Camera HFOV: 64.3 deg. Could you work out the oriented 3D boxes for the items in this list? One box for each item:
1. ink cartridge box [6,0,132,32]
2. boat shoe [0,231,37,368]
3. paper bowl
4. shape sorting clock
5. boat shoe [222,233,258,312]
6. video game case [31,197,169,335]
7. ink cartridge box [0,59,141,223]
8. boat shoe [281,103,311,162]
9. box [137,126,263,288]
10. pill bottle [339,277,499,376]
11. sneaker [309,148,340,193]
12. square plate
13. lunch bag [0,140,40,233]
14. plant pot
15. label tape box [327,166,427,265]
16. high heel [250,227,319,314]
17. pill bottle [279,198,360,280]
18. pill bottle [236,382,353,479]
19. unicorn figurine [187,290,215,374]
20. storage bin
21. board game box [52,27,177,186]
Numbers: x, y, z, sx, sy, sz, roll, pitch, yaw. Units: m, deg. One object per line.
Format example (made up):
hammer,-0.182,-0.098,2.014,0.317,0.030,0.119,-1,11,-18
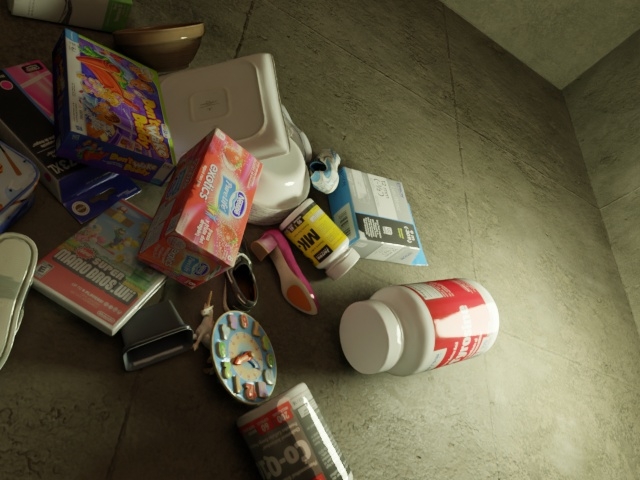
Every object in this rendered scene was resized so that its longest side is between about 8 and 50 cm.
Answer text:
ink cartridge box,-0.655,-0.667,1.314,0.273,0.115,0.198,-5,65,-39
boat shoe,-0.564,0.135,0.863,0.114,0.091,0.302,28,67,-21
paper bowl,-0.155,-0.194,1.357,0.284,0.148,0.284,20,50,-26
shape sorting clock,-0.159,0.248,1.094,0.206,0.040,0.206,42,37,-41
boat shoe,-0.189,0.062,1.210,0.084,0.079,0.233,10,54,-32
video game case,-0.416,0.041,1.043,0.204,0.025,0.285,31,42,2
ink cartridge box,-0.576,-0.222,1.120,0.371,0.069,0.176,49,44,-3
boat shoe,-0.110,-0.316,1.531,0.076,0.083,0.226,-18,62,-31
box,-0.249,-0.070,1.088,0.142,0.154,0.300,37,44,-31
pill bottle,0.259,0.224,1.332,0.408,0.229,0.229,-3,64,-38
sneaker,0.007,-0.222,1.503,0.086,0.085,0.237,41,22,-24
square plate,-0.270,-0.328,1.285,0.347,0.049,0.344,-13,63,1
lunch bag,-0.676,-0.073,0.909,0.243,0.115,0.303,37,45,-15
plant pot,-0.420,-0.513,1.358,0.237,0.237,0.109,-34,128,-45
label tape box,0.201,-0.066,1.564,0.348,0.115,0.249,8,57,-31
high heel,-0.070,0.075,1.302,0.244,0.082,0.117,46,35,4
pill bottle,0.000,0.000,1.362,0.208,0.119,0.119,46,45,-2
pill bottle,-0.036,0.445,1.009,0.161,0.161,0.283,-18,73,-43
unicorn figurine,-0.240,0.210,1.093,0.162,0.060,0.111,58,34,-10
storage bin,-0.333,0.185,1.010,0.135,0.098,0.091,-17,55,-27
board game box,-0.474,-0.303,1.164,0.233,0.078,0.347,16,43,-44
